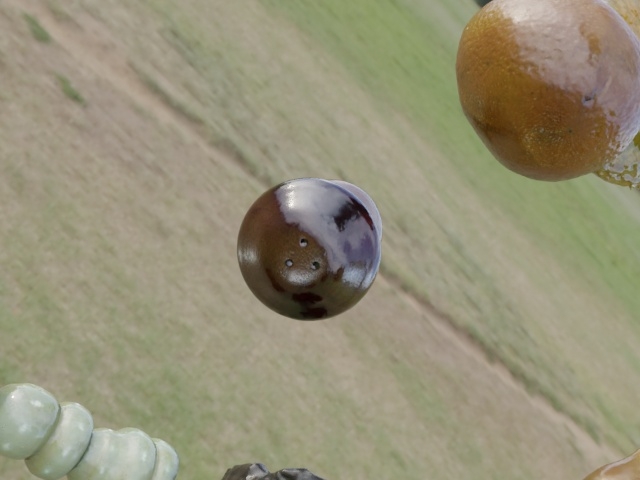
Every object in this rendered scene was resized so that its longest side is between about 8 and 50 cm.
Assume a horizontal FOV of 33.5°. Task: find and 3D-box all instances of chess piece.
[{"bbox_3d":[-0.309,0.258,1.331,0.243,0.133,0.133,39,16,-28],"label":"chess piece"}]

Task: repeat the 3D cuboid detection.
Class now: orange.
[{"bbox_3d":[0.295,-0.208,1.385,0.264,0.264,0.264,44,14,-14],"label":"orange"}]

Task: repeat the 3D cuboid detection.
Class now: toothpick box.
[{"bbox_3d":[0.000,0.000,1.483,0.192,0.192,0.294,48,14,1],"label":"toothpick box"}]

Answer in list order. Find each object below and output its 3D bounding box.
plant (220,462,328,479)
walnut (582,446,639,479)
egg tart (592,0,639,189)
[{"bbox_3d":[-0.067,0.453,1.342,0.215,0.213,0.312,55,43,-48],"label":"plant"},{"bbox_3d":[0.334,0.356,1.115,0.203,0.203,0.297,30,62,-52],"label":"walnut"},{"bbox_3d":[0.472,-0.244,1.654,0.352,0.153,0.339,-31,86,-39],"label":"egg tart"}]
